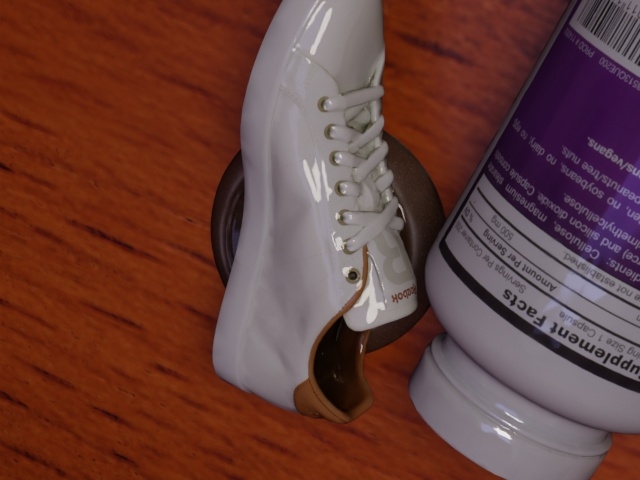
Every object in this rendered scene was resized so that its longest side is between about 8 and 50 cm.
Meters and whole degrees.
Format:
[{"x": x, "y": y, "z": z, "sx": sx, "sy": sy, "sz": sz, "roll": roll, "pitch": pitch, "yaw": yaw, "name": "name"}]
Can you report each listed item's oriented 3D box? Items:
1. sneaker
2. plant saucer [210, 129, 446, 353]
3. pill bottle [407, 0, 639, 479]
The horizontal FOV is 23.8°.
[{"x": 0.020, "y": -0.023, "z": 0.922, "sx": 0.123, "sy": 0.106, "sz": 0.290, "roll": 24, "pitch": 119, "yaw": 30, "name": "sneaker"}, {"x": 0.000, "y": 0.000, "z": 1.012, "sx": 0.168, "sy": 0.029, "sz": 0.168, "roll": 4, "pitch": 102, "yaw": 19, "name": "plant saucer"}, {"x": 0.179, "y": -0.019, "z": 0.866, "sx": 0.181, "sy": 0.181, "sz": 0.323, "roll": 32, "pitch": 109, "yaw": 10, "name": "pill bottle"}]
